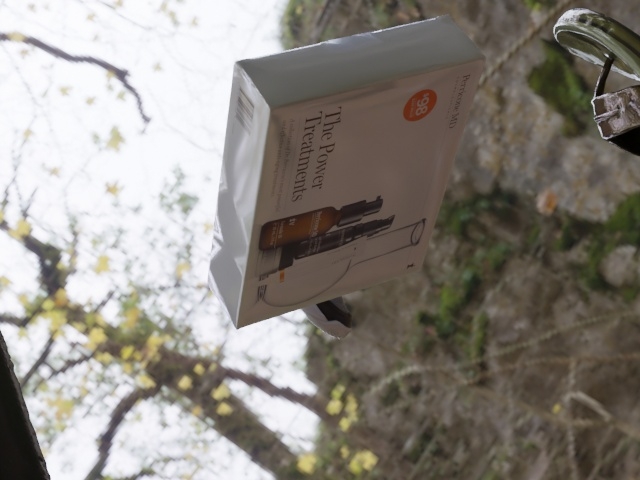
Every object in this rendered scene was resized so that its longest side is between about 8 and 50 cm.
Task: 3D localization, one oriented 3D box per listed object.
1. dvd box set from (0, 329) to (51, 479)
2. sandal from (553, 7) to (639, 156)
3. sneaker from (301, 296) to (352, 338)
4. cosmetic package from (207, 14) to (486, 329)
[{"bbox_3d":[-0.271,0.249,0.659,0.062,0.308,0.420,15,-55,-44],"label":"dvd box set"},{"bbox_3d":[0.288,-0.106,1.078,0.086,0.303,0.120,-48,-44,15],"label":"sandal"},{"bbox_3d":[0.000,0.000,1.741,0.153,0.269,0.101,-34,7,3],"label":"sneaker"},{"bbox_3d":[0.022,-0.077,1.521,0.284,0.097,0.377,-18,-36,-25],"label":"cosmetic package"}]
